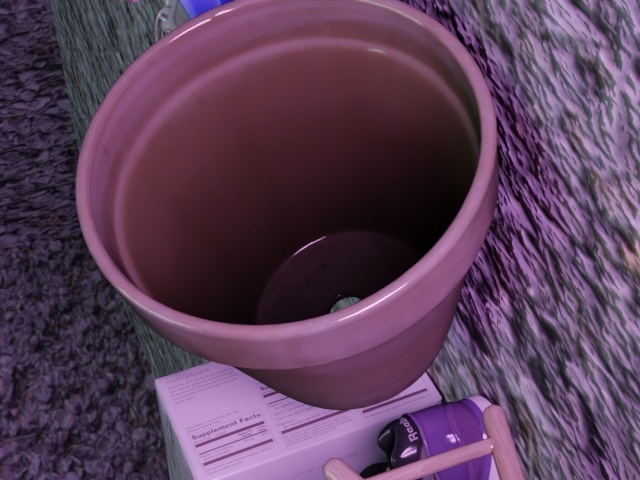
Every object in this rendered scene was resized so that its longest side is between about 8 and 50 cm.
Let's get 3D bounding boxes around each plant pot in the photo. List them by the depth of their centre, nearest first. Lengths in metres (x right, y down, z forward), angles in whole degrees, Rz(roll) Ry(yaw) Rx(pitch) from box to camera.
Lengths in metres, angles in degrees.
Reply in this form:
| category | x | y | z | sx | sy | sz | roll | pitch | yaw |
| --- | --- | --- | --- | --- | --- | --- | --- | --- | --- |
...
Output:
| category | x | y | z | sx | sy | sz | roll | pitch | yaw |
| --- | --- | --- | --- | --- | --- | --- | --- | --- | --- |
| plant pot | 0.000 | 0.000 | 1.027 | 0.323 | 0.323 | 0.280 | 62 | 177 | 35 |

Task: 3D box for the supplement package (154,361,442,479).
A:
| category | x | y | z | sx | sy | sz | roll | pitch | yaw |
| --- | --- | --- | --- | --- | --- | --- | --- | --- | --- |
| supplement package | -0.023 | 0.219 | 1.312 | 0.204 | 0.261 | 0.145 | 90 | 157 | -45 |

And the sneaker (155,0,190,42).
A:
| category | x | y | z | sx | sy | sz | roll | pitch | yaw |
| --- | --- | --- | --- | --- | --- | --- | --- | --- | --- |
| sneaker | -0.150 | -0.287 | 1.490 | 0.110 | 0.118 | 0.292 | 123 | 129 | -72 |

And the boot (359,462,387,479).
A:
| category | x | y | z | sx | sy | sz | roll | pitch | yaw |
| --- | --- | --- | --- | --- | --- | --- | --- | --- | --- |
| boot | 0.062 | 0.366 | 1.263 | 0.179 | 0.085 | 0.236 | 56 | -131 | -53 |

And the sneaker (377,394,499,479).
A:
| category | x | y | z | sx | sy | sz | roll | pitch | yaw |
| --- | --- | --- | --- | --- | --- | --- | --- | --- | --- |
| sneaker | 0.091 | 0.278 | 1.151 | 0.107 | 0.124 | 0.283 | -141 | 48 | -59 |

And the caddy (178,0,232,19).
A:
| category | x | y | z | sx | sy | sz | roll | pitch | yaw |
| --- | --- | --- | --- | --- | --- | --- | --- | --- | --- |
| caddy | -0.080 | -0.314 | 1.114 | 0.241 | 0.179 | 0.341 | -149 | 44 | -68 |

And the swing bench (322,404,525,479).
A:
| category | x | y | z | sx | sy | sz | roll | pitch | yaw |
| --- | --- | --- | --- | --- | --- | --- | --- | --- | --- |
| swing bench | 0.123 | 0.313 | 0.937 | 0.255 | 0.165 | 0.253 | -125 | 26 | -45 |
